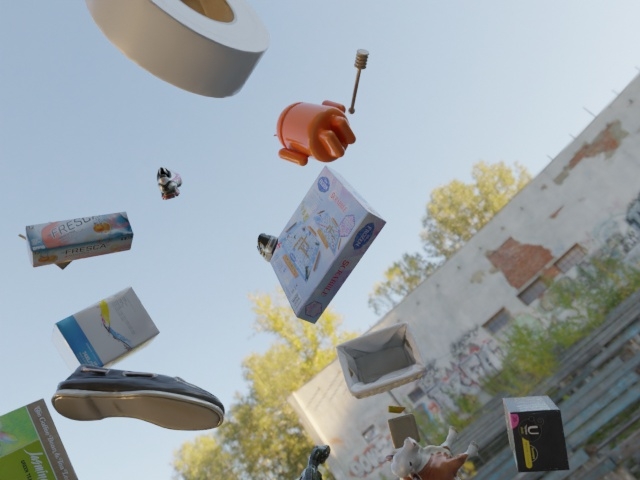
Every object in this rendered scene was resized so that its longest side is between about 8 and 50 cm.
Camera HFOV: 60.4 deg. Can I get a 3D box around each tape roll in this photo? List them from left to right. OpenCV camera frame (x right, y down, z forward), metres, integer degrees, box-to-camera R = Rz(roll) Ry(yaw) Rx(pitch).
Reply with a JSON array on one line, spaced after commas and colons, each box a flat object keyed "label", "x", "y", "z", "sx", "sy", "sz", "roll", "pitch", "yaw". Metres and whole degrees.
[{"label": "tape roll", "x": -0.227, "y": -0.369, "z": 0.907, "sx": 0.286, "sy": 0.286, "sz": 0.100, "roll": -1, "pitch": -37, "yaw": -48}]

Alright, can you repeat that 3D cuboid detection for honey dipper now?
[{"label": "honey dipper", "x": 0.085, "y": -0.366, "z": 1.285, "sx": 0.030, "sy": 0.030, "sz": 0.161, "roll": -21, "pitch": -39, "yaw": -29}]

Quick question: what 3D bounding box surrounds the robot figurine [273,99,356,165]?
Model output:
[{"label": "robot figurine", "x": -0.019, "y": -0.252, "z": 1.273, "sx": 0.128, "sy": 0.219, "sz": 0.158, "roll": 1, "pitch": -74, "yaw": -41}]

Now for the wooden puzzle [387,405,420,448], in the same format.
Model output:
[{"label": "wooden puzzle", "x": 0.195, "y": 0.446, "z": 1.291, "sx": 0.078, "sy": 0.117, "sz": 0.014, "roll": 2, "pitch": -22, "yaw": -23}]

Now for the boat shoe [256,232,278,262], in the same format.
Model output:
[{"label": "boat shoe", "x": -0.120, "y": 0.012, "z": 1.219, "sx": 0.142, "sy": 0.040, "sz": 0.049, "roll": 118, "pitch": 176, "yaw": -73}]

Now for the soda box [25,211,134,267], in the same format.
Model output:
[{"label": "soda box", "x": -0.457, "y": -0.004, "z": 1.047, "sx": 0.183, "sy": 0.058, "sz": 0.063, "roll": -12, "pitch": -26, "yaw": -33}]

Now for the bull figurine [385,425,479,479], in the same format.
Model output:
[{"label": "bull figurine", "x": 0.274, "y": 0.524, "z": 1.176, "sx": 0.188, "sy": 0.311, "sz": 0.101, "roll": -33, "pitch": 7, "yaw": -23}]

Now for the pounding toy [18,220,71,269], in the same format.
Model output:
[{"label": "pounding toy", "x": -0.838, "y": 0.013, "z": 1.694, "sx": 0.100, "sy": 0.130, "sz": 0.141, "roll": -46, "pitch": -58, "yaw": -6}]

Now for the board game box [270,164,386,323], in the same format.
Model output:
[{"label": "board game box", "x": 0.000, "y": 0.000, "z": 1.443, "sx": 0.065, "sy": 0.319, "sz": 0.318, "roll": 26, "pitch": -73, "yaw": -30}]

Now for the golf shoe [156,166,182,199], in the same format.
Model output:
[{"label": "golf shoe", "x": -0.470, "y": -0.195, "z": 1.704, "sx": 0.067, "sy": 0.186, "sz": 0.086, "roll": -17, "pitch": -63, "yaw": -7}]

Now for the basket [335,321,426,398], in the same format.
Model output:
[{"label": "basket", "x": 0.129, "y": 0.261, "z": 1.177, "sx": 0.167, "sy": 0.113, "sz": 0.103, "roll": -18, "pitch": -26, "yaw": 0}]

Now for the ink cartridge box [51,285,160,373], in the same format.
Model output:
[{"label": "ink cartridge box", "x": -0.725, "y": 0.320, "z": 1.855, "sx": 0.270, "sy": 0.197, "sz": 0.198, "roll": -30, "pitch": -6, "yaw": -36}]

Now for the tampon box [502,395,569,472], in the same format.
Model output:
[{"label": "tampon box", "x": 0.454, "y": 0.406, "z": 1.169, "sx": 0.101, "sy": 0.121, "sz": 0.161, "roll": -9, "pitch": -7, "yaw": 14}]

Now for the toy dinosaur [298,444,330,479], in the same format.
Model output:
[{"label": "toy dinosaur", "x": -0.025, "y": 0.532, "z": 1.093, "sx": 0.063, "sy": 0.268, "sz": 0.118, "roll": 10, "pitch": -63, "yaw": 1}]

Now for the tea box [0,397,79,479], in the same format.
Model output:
[{"label": "tea box", "x": -0.744, "y": 0.532, "z": 1.158, "sx": 0.323, "sy": 0.220, "sz": 0.329, "roll": -20, "pitch": -13, "yaw": -48}]

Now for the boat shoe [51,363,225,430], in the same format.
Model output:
[{"label": "boat shoe", "x": -0.330, "y": 0.278, "z": 1.018, "sx": 0.334, "sy": 0.096, "sz": 0.112, "roll": 1, "pitch": -52, "yaw": 11}]
